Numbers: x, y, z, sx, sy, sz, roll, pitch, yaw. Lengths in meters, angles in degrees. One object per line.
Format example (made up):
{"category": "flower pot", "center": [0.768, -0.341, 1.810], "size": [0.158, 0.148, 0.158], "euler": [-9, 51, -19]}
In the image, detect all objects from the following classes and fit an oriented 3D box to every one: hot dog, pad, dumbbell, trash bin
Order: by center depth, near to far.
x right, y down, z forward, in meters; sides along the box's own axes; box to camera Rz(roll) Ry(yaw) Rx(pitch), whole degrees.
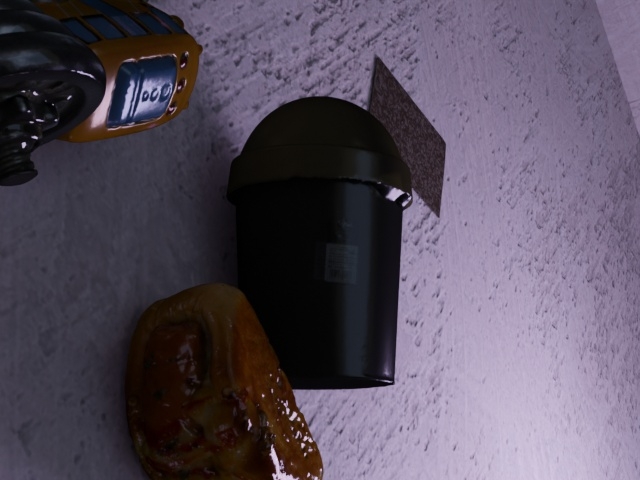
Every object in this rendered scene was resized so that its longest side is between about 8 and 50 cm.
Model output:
{"category": "dumbbell", "center": [-0.295, -0.230, 0.843], "size": [0.179, 0.179, 0.406], "euler": [-4, 71, -59]}
{"category": "hot dog", "center": [-0.100, 0.180, 1.088], "size": [0.256, 0.150, 0.153], "euler": [67, 23, -17]}
{"category": "trash bin", "center": [0.000, 0.000, 1.255], "size": [0.214, 0.214, 0.333], "euler": [14, 72, -56]}
{"category": "pad", "center": [0.140, -0.160, 1.736], "size": [0.235, 0.003, 0.158], "euler": [44, 44, -42]}

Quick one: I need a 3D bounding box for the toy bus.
{"category": "toy bus", "center": [-0.206, -0.161, 1.014], "size": [0.209, 0.136, 0.126], "euler": [-24, 136, -58]}

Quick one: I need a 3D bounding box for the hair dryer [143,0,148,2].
{"category": "hair dryer", "center": [-0.269, -0.282, 1.088], "size": [0.199, 0.067, 0.167], "euler": [51, 44, -19]}
